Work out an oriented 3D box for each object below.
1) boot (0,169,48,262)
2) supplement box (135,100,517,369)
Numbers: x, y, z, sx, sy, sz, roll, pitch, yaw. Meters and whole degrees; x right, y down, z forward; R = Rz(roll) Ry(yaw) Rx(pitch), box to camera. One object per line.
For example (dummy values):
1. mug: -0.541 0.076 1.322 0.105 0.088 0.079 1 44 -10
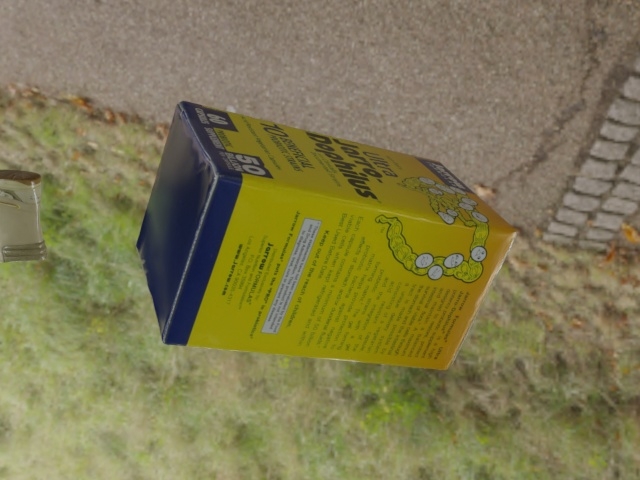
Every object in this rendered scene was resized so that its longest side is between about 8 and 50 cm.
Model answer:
1. boot: -0.724 -0.056 1.718 0.261 0.204 0.095 5 -159 15
2. supplement box: 0.000 0.000 0.877 0.356 0.195 0.194 9 -154 -28
